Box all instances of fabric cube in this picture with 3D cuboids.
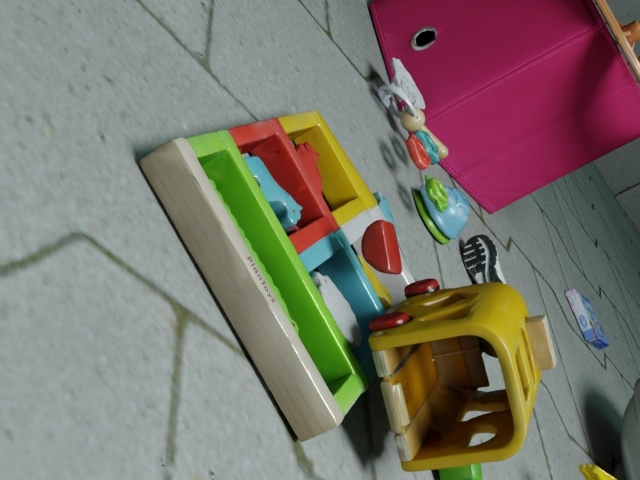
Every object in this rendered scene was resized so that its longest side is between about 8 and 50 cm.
[{"bbox_3d":[0.258,-0.238,1.127,0.259,0.258,0.254,34,36,-47],"label":"fabric cube"}]

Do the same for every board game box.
[{"bbox_3d":[0.451,0.133,1.411,0.090,0.020,0.090,26,40,-53],"label":"board game box"}]

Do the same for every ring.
[{"bbox_3d":[0.398,-0.238,1.052,0.336,0.032,0.336,46,27,-32],"label":"ring"}]

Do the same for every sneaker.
[{"bbox_3d":[0.193,0.044,0.965,0.043,0.040,0.109,55,21,-58],"label":"sneaker"}]

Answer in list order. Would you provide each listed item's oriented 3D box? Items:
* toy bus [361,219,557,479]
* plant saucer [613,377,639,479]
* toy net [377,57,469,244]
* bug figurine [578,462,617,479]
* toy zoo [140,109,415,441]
[{"bbox_3d":[0.108,0.080,0.585,0.191,0.104,0.202,53,32,-47],"label":"toy bus"},{"bbox_3d":[0.473,0.376,1.077,0.400,0.101,0.400,47,26,-32],"label":"plant saucer"},{"bbox_3d":[0.101,-0.111,0.936,0.122,0.045,0.232,22,43,-54],"label":"toy net"},{"bbox_3d":[0.338,0.313,0.763,0.279,0.072,0.216,32,-11,10],"label":"bug figurine"},{"bbox_3d":[0.000,0.000,0.611,0.192,0.030,0.293,60,23,-2],"label":"toy zoo"}]
